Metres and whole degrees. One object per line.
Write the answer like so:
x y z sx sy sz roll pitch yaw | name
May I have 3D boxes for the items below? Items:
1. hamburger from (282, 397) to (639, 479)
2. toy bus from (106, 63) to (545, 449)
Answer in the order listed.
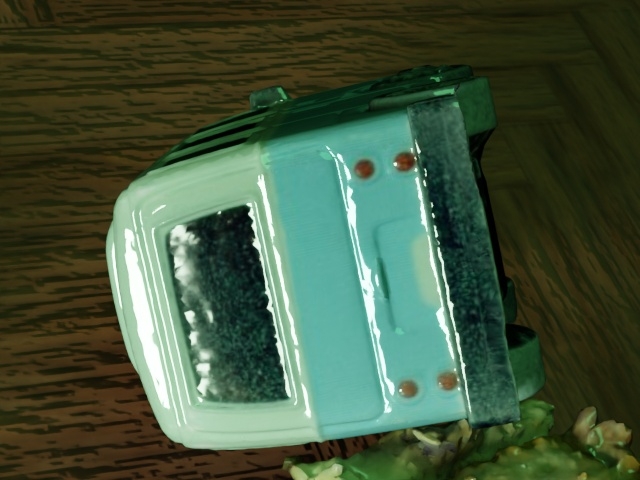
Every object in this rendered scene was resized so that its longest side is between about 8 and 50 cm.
0.029 0.179 0.648 0.155 0.245 0.282 35 89 36 | hamburger
0.000 0.000 0.756 0.165 0.133 0.271 -11 8 4 | toy bus
